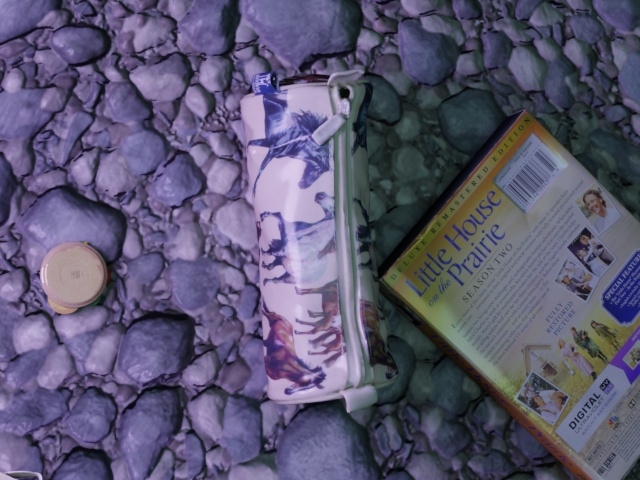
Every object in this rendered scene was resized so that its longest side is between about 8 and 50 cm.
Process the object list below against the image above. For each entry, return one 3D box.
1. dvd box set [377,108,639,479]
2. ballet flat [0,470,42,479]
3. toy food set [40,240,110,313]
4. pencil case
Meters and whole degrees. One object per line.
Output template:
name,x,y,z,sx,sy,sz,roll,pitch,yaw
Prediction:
dvd box set,0.310,0.081,1.961,0.420,0.062,0.307,43,75,-9
ballet flat,-0.318,0.299,1.761,0.168,0.057,0.052,16,52,-17
toy food set,-0.295,0.042,1.807,0.083,0.020,0.083,-22,91,-17
pencil case,0.000,0.000,1.815,0.160,0.183,0.410,-4,87,-17
